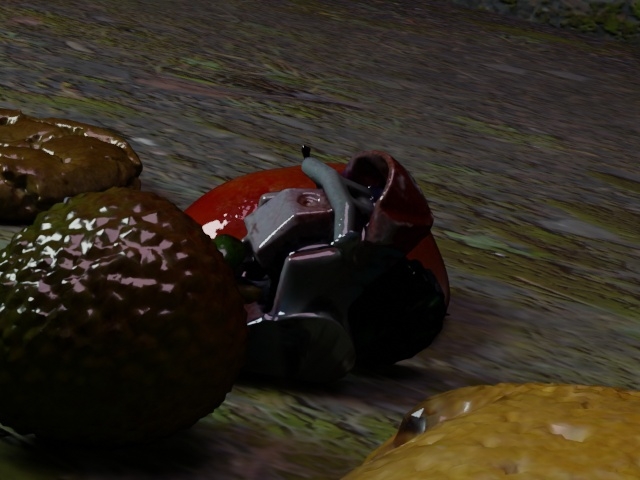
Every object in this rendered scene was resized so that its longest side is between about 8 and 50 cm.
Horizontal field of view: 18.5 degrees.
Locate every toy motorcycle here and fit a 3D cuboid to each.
[{"bbox_3d":[-0.031,0.010,0.980,0.213,0.122,0.082,3,28,-18],"label":"toy motorcycle"}]

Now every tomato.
[{"bbox_3d":[-0.005,-0.003,1.125,0.166,0.082,0.174,11,16,12],"label":"tomato"}]

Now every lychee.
[{"bbox_3d":[-0.087,0.033,0.856,0.146,0.114,0.114,-18,27,-33],"label":"lychee"}]

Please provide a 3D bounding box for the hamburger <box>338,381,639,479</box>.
[{"bbox_3d":[0.080,0.137,0.414,0.314,0.170,0.290,15,12,30],"label":"hamburger"}]

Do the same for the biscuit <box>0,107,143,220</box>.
[{"bbox_3d":[-0.225,-0.056,1.296,0.226,0.042,0.226,7,15,-2],"label":"biscuit"}]
